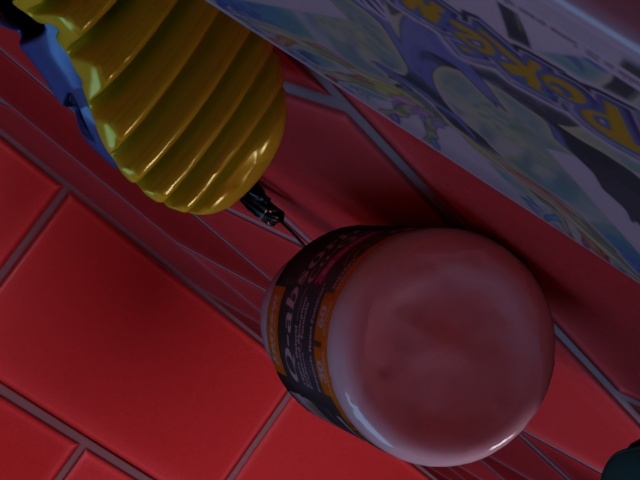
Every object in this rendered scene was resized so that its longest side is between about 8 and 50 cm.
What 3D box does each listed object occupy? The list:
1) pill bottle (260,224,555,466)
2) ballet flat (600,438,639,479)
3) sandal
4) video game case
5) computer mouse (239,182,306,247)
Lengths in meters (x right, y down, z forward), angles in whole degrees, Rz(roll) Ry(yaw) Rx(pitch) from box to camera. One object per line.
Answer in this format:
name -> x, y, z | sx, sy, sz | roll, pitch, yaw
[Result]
pill bottle -> 0.049, 0.069, 0.979 | 0.162, 0.162, 0.278 | 37, 170, -13
ballet flat -> 0.279, 0.180, 0.926 | 0.123, 0.123, 0.348 | 34, 170, 10
sandal -> -0.136, -0.141, 0.745 | 0.138, 0.126, 0.317 | 29, 161, 53
video game case -> 0.041, -0.088, 0.519 | 0.329, 0.036, 0.300 | 34, 176, 9
computer mouse -> 0.000, 0.000, 1.223 | 0.242, 0.041, 0.071 | 40, -172, 0
